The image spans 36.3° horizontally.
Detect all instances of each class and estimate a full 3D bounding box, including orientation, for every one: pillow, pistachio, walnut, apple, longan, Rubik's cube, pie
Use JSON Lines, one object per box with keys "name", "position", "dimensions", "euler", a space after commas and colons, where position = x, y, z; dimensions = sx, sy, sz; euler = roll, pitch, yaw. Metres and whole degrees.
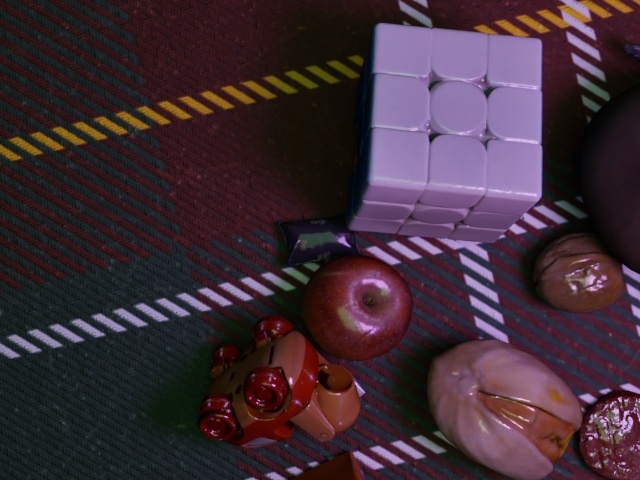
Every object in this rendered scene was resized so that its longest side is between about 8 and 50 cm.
{"name": "pillow", "position": [0.000, 0.000, 1.853], "dimensions": [0.150, 0.048, 0.090], "euler": [-10, 99, -5]}
{"name": "pistachio", "position": [0.332, 0.303, 1.781], "dimensions": [0.308, 0.230, 0.230], "euler": [32, 90, -18]}
{"name": "walnut", "position": [0.479, 0.060, 1.820], "dimensions": [0.166, 0.149, 0.167], "euler": [-7, 66, 15]}
{"name": "apple", "position": [0.063, 0.125, 1.799], "dimensions": [0.201, 0.162, 0.201], "euler": [7, 69, -19]}
{"name": "longan", "position": [0.623, -0.112, 1.717], "dimensions": [0.360, 0.361, 0.361], "euler": [0, 91, -1]}
{"name": "Rubik's cube", "position": [0.207, -0.177, 1.705], "dimensions": [0.291, 0.292, 0.291], "euler": [5, 74, -3]}
{"name": "pie", "position": [0.582, 0.375, 1.869], "dimensions": [0.182, 0.049, 0.183], "euler": [0, 91, 1]}

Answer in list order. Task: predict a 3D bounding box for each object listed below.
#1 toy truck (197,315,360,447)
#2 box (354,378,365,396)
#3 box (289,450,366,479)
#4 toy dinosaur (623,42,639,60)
{"name": "toy truck", "position": [-0.072, 0.287, 1.779], "dimensions": [0.264, 0.189, 0.239], "euler": [-33, 119, 28]}
{"name": "box", "position": [0.025, 0.305, 1.862], "dimensions": [0.117, 0.036, 0.051], "euler": [-38, 91, 1]}
{"name": "box", "position": [-0.001, 0.525, 1.714], "dimensions": [0.224, 0.341, 0.143], "euler": [-26, 99, 0]}
{"name": "toy dinosaur", "position": [0.702, -0.304, 1.807], "dimensions": [0.294, 0.162, 0.077], "euler": [13, 103, 11]}
